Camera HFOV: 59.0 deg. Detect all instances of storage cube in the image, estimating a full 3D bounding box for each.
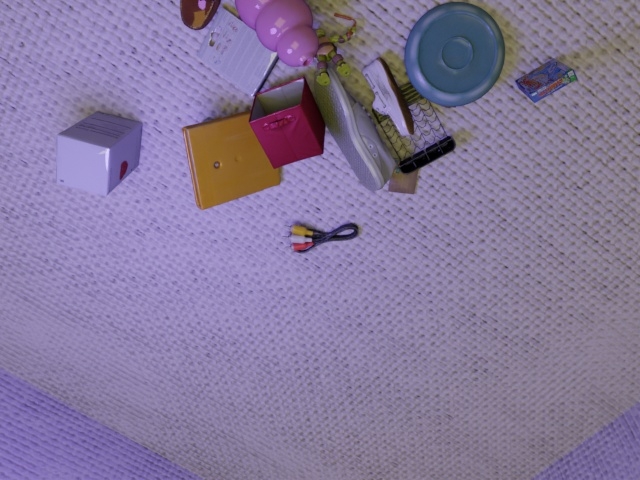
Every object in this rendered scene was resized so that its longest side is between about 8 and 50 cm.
[{"bbox_3d":[-0.101,-0.382,1.840,0.183,0.215,0.193,-15,129,16],"label":"storage cube"}]

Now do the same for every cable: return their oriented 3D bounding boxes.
[{"bbox_3d":[0.000,0.000,2.140,0.287,0.072,0.140,2,123,4],"label":"cable"}]

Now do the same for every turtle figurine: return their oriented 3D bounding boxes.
[{"bbox_3d":[0.003,-0.592,1.784,0.269,0.217,0.087,-15,154,-2],"label":"turtle figurine"}]

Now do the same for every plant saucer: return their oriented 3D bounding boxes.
[{"bbox_3d":[0.423,-0.583,1.772,0.317,0.044,0.318,0,101,2],"label":"plant saucer"}]

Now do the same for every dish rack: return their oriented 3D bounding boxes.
[{"bbox_3d":[0.307,-0.385,1.912,0.208,0.074,0.272,-28,109,16],"label":"dish rack"}]

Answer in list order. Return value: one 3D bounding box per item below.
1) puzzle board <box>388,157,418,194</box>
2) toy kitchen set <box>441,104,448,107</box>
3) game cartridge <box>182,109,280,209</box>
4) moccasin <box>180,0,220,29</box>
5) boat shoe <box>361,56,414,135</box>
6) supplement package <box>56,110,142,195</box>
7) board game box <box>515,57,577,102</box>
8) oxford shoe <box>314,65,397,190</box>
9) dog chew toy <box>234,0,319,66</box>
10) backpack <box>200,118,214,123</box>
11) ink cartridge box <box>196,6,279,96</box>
[{"bbox_3d":[0.299,-0.231,2.029,0.096,0.011,0.128,7,117,3],"label":"puzzle board"},{"bbox_3d":[0.411,-0.484,1.860,0.068,0.083,0.075,39,122,32],"label":"toy kitchen set"},{"bbox_3d":[-0.293,-0.283,1.929,0.323,0.052,0.286,-22,122,-32],"label":"game cartridge"},{"bbox_3d":[-0.339,-0.821,1.703,0.139,0.147,0.380,27,119,-10],"label":"moccasin"},{"bbox_3d":[0.217,-0.452,1.841,0.096,0.098,0.277,-26,80,25],"label":"boat shoe"},{"bbox_3d":[-0.747,-0.301,1.927,0.175,0.293,0.178,15,118,-2],"label":"supplement package"},{"bbox_3d":[0.693,-0.496,1.750,0.136,0.201,0.035,-29,111,18],"label":"board game box"},{"bbox_3d":[0.119,-0.383,1.908,0.130,0.169,0.449,-35,104,-19],"label":"oxford shoe"},{"bbox_3d":[-0.117,-0.662,1.686,0.206,0.206,0.332,-35,77,20],"label":"dog chew toy"},{"bbox_3d":[-0.371,-0.330,1.980,0.158,0.117,0.173,9,115,-1],"label":"backpack"},{"bbox_3d":[-0.263,-0.620,1.864,0.232,0.066,0.189,37,115,1],"label":"ink cartridge box"}]
